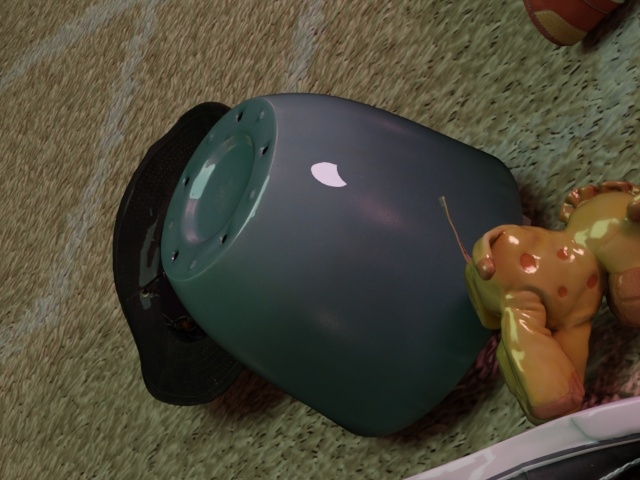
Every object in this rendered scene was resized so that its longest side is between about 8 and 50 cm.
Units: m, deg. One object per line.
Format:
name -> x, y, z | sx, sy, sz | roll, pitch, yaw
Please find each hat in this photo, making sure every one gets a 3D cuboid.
hat -> -0.089, 0.019, 1.985 | 0.331, 0.134, 0.331 | -15, 71, 52

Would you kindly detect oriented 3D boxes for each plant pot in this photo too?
plant pot -> 0.000, 0.000, 1.677 | 0.293, 0.235, 0.293 | -41, 34, 35

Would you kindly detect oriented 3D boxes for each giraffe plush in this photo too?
giraffe plush -> 0.212, 0.029, 1.497 | 0.170, 0.210, 0.181 | -22, 17, -1

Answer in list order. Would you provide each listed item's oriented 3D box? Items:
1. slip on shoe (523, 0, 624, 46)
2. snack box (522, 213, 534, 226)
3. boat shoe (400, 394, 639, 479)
slip on shoe -> 0.202, -0.300, 1.836 | 0.101, 0.123, 0.331 | -53, 34, 21
snack box -> 0.133, 0.037, 1.713 | 0.141, 0.037, 0.100 | -27, 42, 47
boat shoe -> 0.187, 0.195, 1.433 | 0.301, 0.108, 0.102 | -25, 76, 29
